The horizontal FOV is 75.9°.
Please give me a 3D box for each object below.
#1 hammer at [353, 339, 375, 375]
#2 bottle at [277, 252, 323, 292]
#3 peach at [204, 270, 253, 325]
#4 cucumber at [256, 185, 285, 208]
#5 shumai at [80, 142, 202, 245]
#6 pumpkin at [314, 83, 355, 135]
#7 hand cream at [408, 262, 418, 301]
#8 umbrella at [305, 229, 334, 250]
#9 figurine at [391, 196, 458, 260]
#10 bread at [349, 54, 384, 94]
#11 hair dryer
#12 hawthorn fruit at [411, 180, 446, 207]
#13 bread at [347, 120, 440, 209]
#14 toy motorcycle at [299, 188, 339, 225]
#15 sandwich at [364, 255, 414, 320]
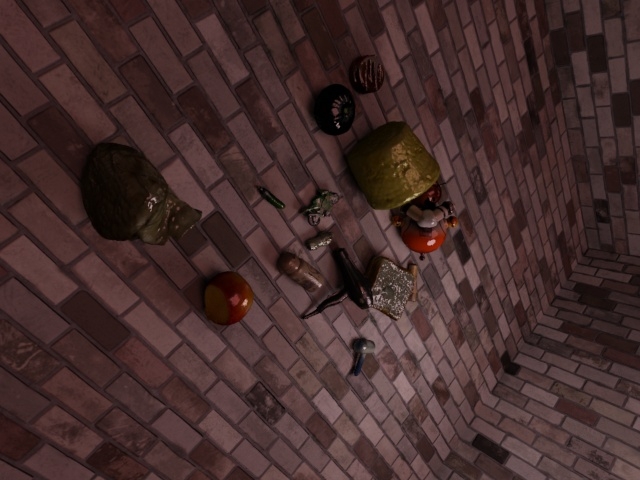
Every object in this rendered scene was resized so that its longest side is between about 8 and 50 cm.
[{"bbox_3d":[0.203,0.592,2.063,0.116,0.070,0.193,13,97,-39],"label":"hammer"},{"bbox_3d":[-0.091,0.133,1.730,0.110,0.097,0.209,-33,127,23],"label":"bottle"},{"bbox_3d":[-0.343,0.215,1.504,0.192,0.190,0.190,-47,123,-18],"label":"peach"},{"bbox_3d":[-0.196,-0.166,1.621,0.155,0.037,0.037,39,77,-35],"label":"cucumber"},{"bbox_3d":[-0.537,-0.145,1.269,0.289,0.330,0.292,-11,145,-53],"label":"shumai"},{"bbox_3d":[0.057,-0.528,1.665,0.202,0.140,0.201,-23,121,-45],"label":"pumpkin"},{"bbox_3d":[0.484,0.221,2.188,0.084,0.084,0.203,4,90,-37],"label":"hand cream"},{"bbox_3d":[0.000,0.000,1.791,0.144,0.062,0.067,-30,85,-27],"label":"umbrella"},{"bbox_3d":[0.513,-0.058,2.027,0.323,0.321,0.195,78,17,-52],"label":"figurine"},{"bbox_3d":[0.202,-0.716,1.771,0.161,0.073,0.160,-8,105,-34],"label":"bread"},{"bbox_3d":[0.049,0.233,1.852,0.360,0.120,0.303,-31,99,-12],"label":"hair dryer"},{"bbox_3d":[0.536,-0.247,2.047,0.157,0.194,0.156,32,48,-43],"label":"hawthorn fruit"},{"bbox_3d":[0.313,-0.325,1.777,0.348,0.348,0.307,-44,117,-21],"label":"bread"},{"bbox_3d":[0.000,-0.152,1.749,0.190,0.074,0.106,-49,114,-17],"label":"toy motorcycle"},{"bbox_3d":[0.334,0.239,2.059,0.301,0.099,0.271,28,87,-35],"label":"sandwich"}]
